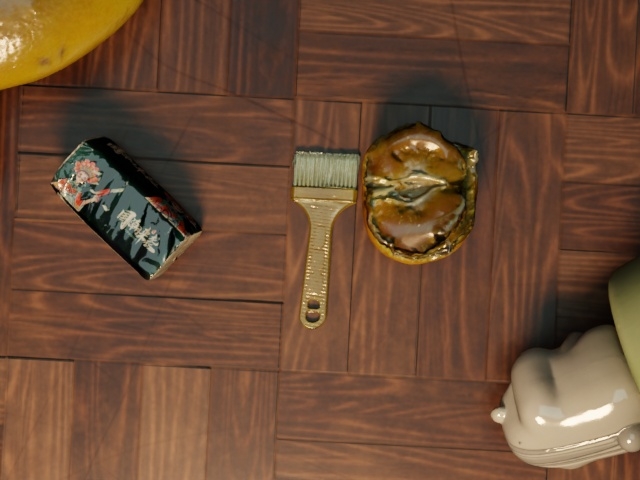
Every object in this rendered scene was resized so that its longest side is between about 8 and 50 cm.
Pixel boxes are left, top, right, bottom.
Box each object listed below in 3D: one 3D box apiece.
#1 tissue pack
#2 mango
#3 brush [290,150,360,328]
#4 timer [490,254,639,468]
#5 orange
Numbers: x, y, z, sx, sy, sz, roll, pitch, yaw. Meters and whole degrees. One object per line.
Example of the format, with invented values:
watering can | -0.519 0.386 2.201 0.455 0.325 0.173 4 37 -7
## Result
tissue pack | -0.231 -0.040 1.644 0.170 0.103 0.090 42 97 0
mango | -0.341 -0.315 1.576 0.365 0.182 0.253 -44 94 -20
brush | 0.000 0.000 1.690 0.083 0.010 0.218 4 91 -1
timer | 0.352 0.164 1.589 0.315 0.291 0.290 -23 90 20
orange | 0.113 -0.051 1.641 0.170 0.112 0.160 -36 78 -23
